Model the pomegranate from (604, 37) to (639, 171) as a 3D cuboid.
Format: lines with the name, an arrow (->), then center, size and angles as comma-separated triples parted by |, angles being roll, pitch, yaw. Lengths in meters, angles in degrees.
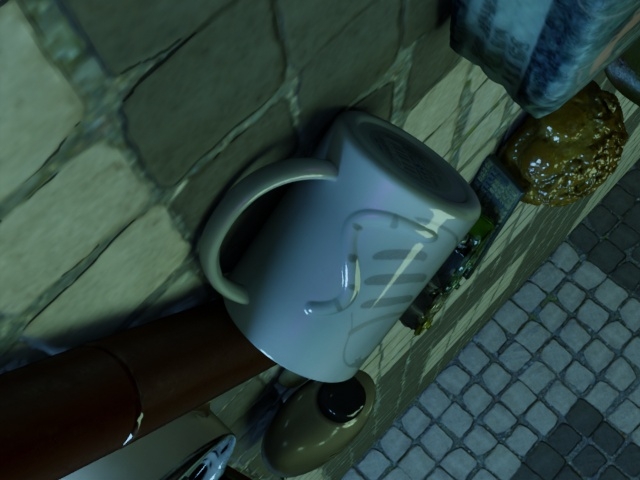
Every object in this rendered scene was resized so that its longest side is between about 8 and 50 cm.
pomegranate -> 0.347, -0.162, 0.820 | 0.181, 0.182, 0.224 | -37, 142, -34

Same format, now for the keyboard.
keyboard -> 0.172, -0.021, 0.964 | 0.014, 0.055, 0.176 | -28, 157, -26

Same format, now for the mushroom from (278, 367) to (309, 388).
mushroom -> 0.027, 0.074, 0.816 | 0.202, 0.054, 0.059 | -49, 160, 29

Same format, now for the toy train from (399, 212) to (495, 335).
toy train -> 0.131, 0.034, 0.978 | 0.081, 0.060, 0.202 | -46, 168, -31

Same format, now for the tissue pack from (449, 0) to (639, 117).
tissue pack -> 0.169, -0.213, 0.389 | 0.228, 0.103, 0.315 | -47, 166, -11

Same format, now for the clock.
clock -> -0.127, 0.176, 0.617 | 0.229, 0.063, 0.156 | -48, 164, 5

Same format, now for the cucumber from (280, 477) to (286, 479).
cucumber -> 0.001, 0.255, 1.224 | 0.184, 0.033, 0.036 | -47, 140, -6

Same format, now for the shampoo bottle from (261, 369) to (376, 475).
shampoo bottle -> -0.005, 0.190, 0.916 | 0.127, 0.078, 0.257 | -32, 166, -23

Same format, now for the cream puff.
cream puff -> 0.256, -0.094, 0.918 | 0.144, 0.103, 0.126 | -46, 167, 16

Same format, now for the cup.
cup -> 0.008, 0.007, 0.496 | 0.133, 0.099, 0.136 | -53, 165, 22

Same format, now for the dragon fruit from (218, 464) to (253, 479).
dragon fruit -> -0.103, 0.288, 0.764 | 0.189, 0.182, 0.182 | -42, 164, -27

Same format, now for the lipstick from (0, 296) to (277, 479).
lipstick -> -0.088, 0.071, 0.473 | 0.057, 0.057, 0.357 | -54, 165, 22
